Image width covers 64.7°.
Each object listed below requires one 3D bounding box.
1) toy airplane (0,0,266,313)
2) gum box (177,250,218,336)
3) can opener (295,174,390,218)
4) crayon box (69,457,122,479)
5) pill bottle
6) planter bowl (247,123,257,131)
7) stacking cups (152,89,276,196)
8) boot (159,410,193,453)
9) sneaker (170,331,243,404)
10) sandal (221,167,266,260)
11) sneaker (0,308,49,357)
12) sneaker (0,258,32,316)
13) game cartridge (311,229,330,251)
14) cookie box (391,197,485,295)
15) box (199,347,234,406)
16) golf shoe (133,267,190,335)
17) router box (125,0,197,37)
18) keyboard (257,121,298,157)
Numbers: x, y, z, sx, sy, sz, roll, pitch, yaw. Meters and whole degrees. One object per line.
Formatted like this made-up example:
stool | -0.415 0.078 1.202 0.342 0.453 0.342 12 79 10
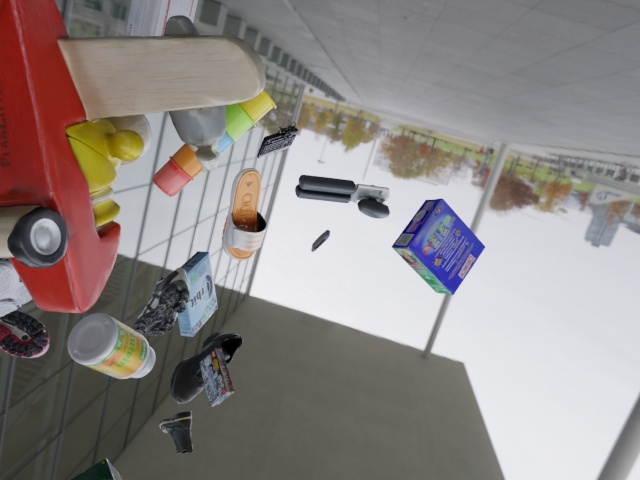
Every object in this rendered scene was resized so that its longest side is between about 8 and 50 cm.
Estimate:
toy airplane | -0.303 -0.161 0.588 0.386 0.384 0.272 43 -166 8
gum box | -0.345 0.145 1.397 0.041 0.184 0.157 4 -156 14
can opener | 0.070 -0.127 1.411 0.281 0.074 0.093 8 -133 -17
crayon box | -0.567 0.747 1.141 0.313 0.106 0.363 -29 -133 -20
pill bottle | -0.560 0.302 1.392 0.137 0.136 0.245 23 160 24
planter bowl | -0.227 -0.334 1.312 0.162 0.109 0.162 -14 -156 6
stacking cups | -0.248 -0.231 1.131 0.096 0.316 0.096 49 -179 -1
boot | -0.508 0.689 1.770 0.077 0.198 0.136 5 -120 -35
sneaker | -0.350 0.383 1.570 0.130 0.109 0.286 -18 -155 42
sandal | -0.183 -0.048 1.256 0.102 0.265 0.076 -14 -141 -32
sneaker | -0.786 0.187 1.196 0.299 0.120 0.112 40 151 -6
sneaker | -0.640 0.001 1.055 0.210 0.137 0.366 38 -115 24
game cartridge | 0.000 0.000 1.698 0.017 0.083 0.056 42 -159 -11
cookie box | 0.167 0.010 0.710 0.107 0.091 0.040 44 164 -21
box | -0.297 0.388 1.436 0.027 0.094 0.136 10 -134 -45
golf shoe | -0.341 0.137 1.105 0.077 0.198 0.093 28 -144 -32
router box | -0.442 -0.709 1.467 0.082 0.335 0.301 18 -162 -2
keyboard | -0.118 -0.305 1.556 0.038 0.100 0.192 33 -147 13
